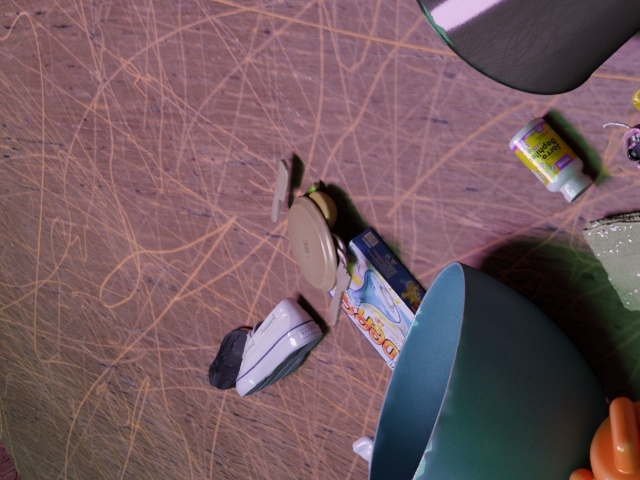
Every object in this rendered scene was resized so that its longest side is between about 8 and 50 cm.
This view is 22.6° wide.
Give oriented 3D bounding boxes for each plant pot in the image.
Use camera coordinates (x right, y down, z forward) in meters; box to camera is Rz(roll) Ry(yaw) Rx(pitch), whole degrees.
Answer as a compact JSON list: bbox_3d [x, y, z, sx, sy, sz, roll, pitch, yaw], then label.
[{"bbox_3d":[0.189,0.189,1.713,0.195,0.290,0.290,18,151,-8],"label":"plant pot"}]

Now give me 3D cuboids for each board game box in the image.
[{"bbox_3d":[0.093,0.094,1.962,0.201,0.035,0.136,50,152,9],"label":"board game box"}]

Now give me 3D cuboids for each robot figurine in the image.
[{"bbox_3d":[0.347,0.250,1.625,0.128,0.158,0.219,36,155,46],"label":"robot figurine"}]

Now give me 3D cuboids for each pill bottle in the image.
[{"bbox_3d":[0.226,-0.077,1.559,0.083,0.043,0.043,48,152,11],"label":"pill bottle"}]

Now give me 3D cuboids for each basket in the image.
[{"bbox_3d":[0.212,-0.236,1.292,0.204,0.154,0.227,28,152,-18],"label":"basket"}]

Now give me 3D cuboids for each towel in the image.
[{"bbox_3d":[0.322,0.019,1.533,0.110,0.027,0.148,59,151,-10],"label":"towel"}]

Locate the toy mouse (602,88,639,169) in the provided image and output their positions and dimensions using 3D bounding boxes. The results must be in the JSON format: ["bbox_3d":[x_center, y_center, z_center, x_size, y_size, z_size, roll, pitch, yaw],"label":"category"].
[{"bbox_3d":[0.322,-0.081,1.419,0.161,0.031,0.143,-1,119,58],"label":"toy mouse"}]

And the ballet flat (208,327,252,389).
[{"bbox_3d":[-0.124,0.173,2.392,0.173,0.049,0.057,128,132,-56],"label":"ballet flat"}]

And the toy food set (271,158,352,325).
[{"bbox_3d":[0.000,0.000,1.968,0.192,0.038,0.132,60,156,29],"label":"toy food set"}]

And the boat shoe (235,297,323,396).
[{"bbox_3d":[-0.065,0.145,2.234,0.076,0.083,0.226,61,142,13],"label":"boat shoe"}]

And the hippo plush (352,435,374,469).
[{"bbox_3d":[0.099,0.315,1.944,0.234,0.294,0.237,5,126,29],"label":"hippo plush"}]
